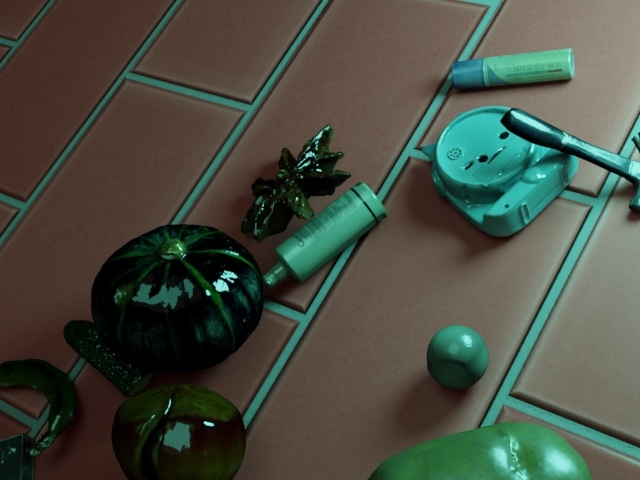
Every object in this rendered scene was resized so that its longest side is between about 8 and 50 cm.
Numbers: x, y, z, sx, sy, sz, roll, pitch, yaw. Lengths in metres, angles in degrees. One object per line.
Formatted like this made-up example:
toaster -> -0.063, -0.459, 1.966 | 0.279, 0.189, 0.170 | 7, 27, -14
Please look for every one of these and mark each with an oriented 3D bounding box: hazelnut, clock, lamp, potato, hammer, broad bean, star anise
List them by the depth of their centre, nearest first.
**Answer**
potato -> 0.227, 0.392, 1.446 | 0.326, 0.221, 0.243 | -18, 63, -1
lamp -> 0.224, 0.192, 1.655 | 0.105, 0.105, 0.105 | -11, 55, 16
hazelnut -> -0.241, 0.351, 1.702 | 0.251, 0.217, 0.217 | 7, 61, 38
hammer -> 0.450, -0.164, 1.743 | 0.290, 0.037, 0.137 | 24, 69, -3
clock -> 0.311, -0.148, 1.850 | 0.223, 0.094, 0.274 | -44, 54, -11
broad bean -> -0.553, 0.296, 1.942 | 0.144, 0.049, 0.292 | -34, 42, -20
star anise -> -0.048, -0.108, 1.957 | 0.288, 0.088, 0.288 | -28, 33, 20

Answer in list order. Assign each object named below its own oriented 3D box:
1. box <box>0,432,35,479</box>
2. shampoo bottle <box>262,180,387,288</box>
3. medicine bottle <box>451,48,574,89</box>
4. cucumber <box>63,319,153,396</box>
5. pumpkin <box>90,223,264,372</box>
box -> -0.614, 0.500, 1.846 | 0.211, 0.045, 0.270 | -18, 53, 13
shampoo bottle -> 0.000, 0.000, 1.892 | 0.262, 0.085, 0.085 | -38, 52, -3
medicine bottle -> 0.375, -0.334, 1.970 | 0.231, 0.059, 0.059 | -3, 57, 22
cucumber -> -0.412, 0.215, 1.931 | 0.265, 0.077, 0.077 | 33, 75, 35
pumpkin -> -0.259, 0.094, 1.830 | 0.315, 0.238, 0.315 | -6, 38, 5
